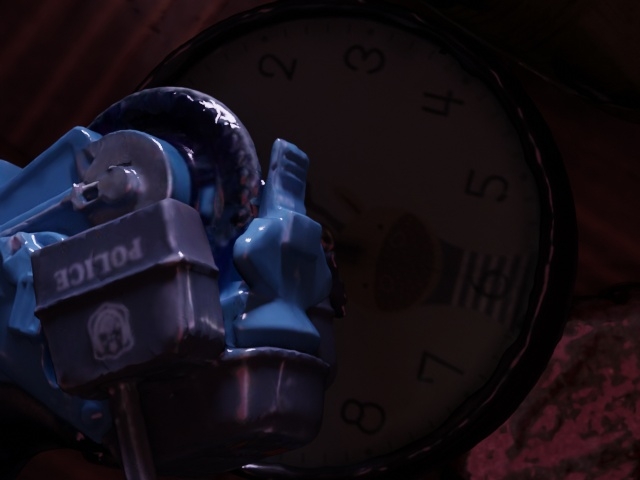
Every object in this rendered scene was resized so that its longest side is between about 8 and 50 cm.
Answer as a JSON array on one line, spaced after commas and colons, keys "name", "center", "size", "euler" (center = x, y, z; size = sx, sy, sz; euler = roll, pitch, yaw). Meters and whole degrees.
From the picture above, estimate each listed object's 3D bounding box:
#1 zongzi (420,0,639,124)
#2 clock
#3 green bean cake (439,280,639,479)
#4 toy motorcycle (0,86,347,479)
[{"name": "zongzi", "center": [0.075, -0.106, 0.492], "size": [0.189, 0.178, 0.081], "euler": [34, 93, -25]}, {"name": "clock", "center": [0.000, 0.000, 0.476], "size": [0.184, 0.040, 0.184], "euler": [-2, 82, 16]}, {"name": "green bean cake", "center": [0.113, 0.087, 0.508], "size": [0.135, 0.056, 0.136], "euler": [-12, 88, -5]}, {"name": "toy motorcycle", "center": [-0.116, 0.061, 0.428], "size": [0.272, 0.123, 0.182], "euler": [-20, 70, 22]}]
